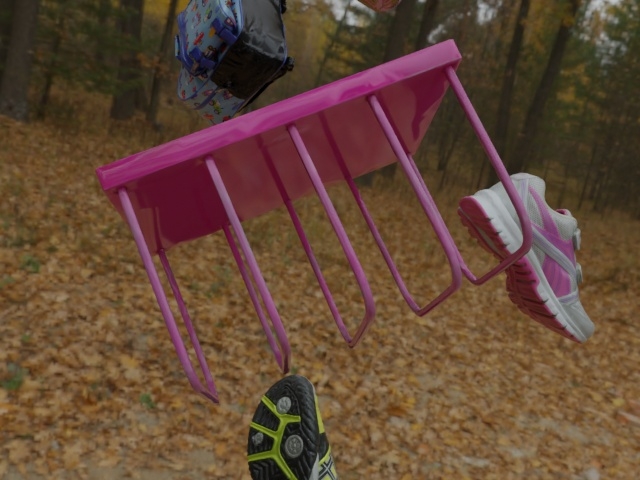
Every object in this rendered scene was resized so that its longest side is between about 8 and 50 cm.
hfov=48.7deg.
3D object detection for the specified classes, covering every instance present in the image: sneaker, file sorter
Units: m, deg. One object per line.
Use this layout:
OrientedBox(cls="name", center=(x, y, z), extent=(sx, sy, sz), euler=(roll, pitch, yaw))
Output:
OrientedBox(cls="sneaker", center=(0.282, 0.021, 0.878), extent=(0.252, 0.111, 0.103), euler=(55, -8, -19))
OrientedBox(cls="sneaker", center=(-0.031, 0.438, 1.276), extent=(0.145, 0.384, 0.147), euler=(-16, -21, 27))
OrientedBox(cls="file sorter", center=(0.000, 0.000, 0.605), extent=(0.291, 0.182, 0.202), euler=(-22, -13, -9))

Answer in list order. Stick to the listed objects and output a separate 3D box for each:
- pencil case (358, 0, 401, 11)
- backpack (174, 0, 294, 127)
OrientedBox(cls="pencil case", center=(-0.004, -0.505, 1.071), extent=(0.386, 0.167, 0.160), euler=(38, 31, 8))
OrientedBox(cls="backpack", center=(-0.127, -0.237, 0.902), extent=(0.117, 0.173, 0.158), euler=(21, 46, -34))
